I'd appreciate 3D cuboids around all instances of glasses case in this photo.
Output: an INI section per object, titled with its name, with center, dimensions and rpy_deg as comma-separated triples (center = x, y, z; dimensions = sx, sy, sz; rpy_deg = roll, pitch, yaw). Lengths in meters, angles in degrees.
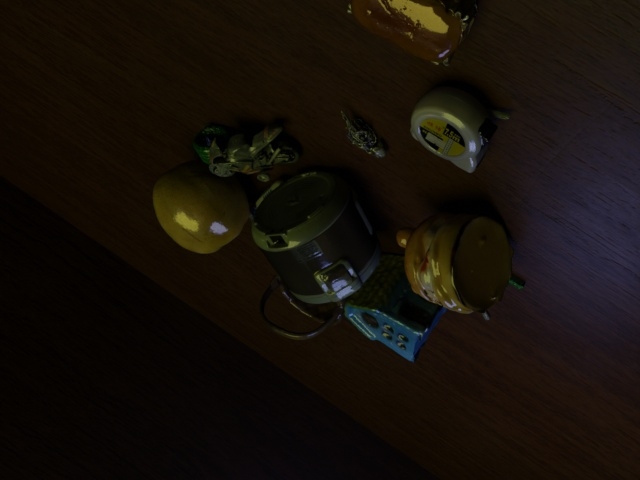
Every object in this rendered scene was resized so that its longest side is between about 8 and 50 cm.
[glasses case]
center = -0.147, -0.108, 2.205
dimensions = 0.125, 0.076, 0.327
rpy_deg = 42, 150, -8

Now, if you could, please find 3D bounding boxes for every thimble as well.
[thimble]
center = -0.327, -0.293, 2.088
dimensions = 0.130, 0.118, 0.090
rpy_deg = 48, 168, 40

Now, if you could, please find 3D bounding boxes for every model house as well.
[model house]
center = 0.234, 0.186, 2.072
dimensions = 0.303, 0.237, 0.215
rpy_deg = 26, 149, 22

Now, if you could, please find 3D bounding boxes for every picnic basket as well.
[picnic basket]
center = -0.055, 0.205, 2.324
dimensions = 0.293, 0.337, 0.337
rpy_deg = 22, 149, 24

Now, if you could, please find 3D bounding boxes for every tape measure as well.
[tape measure]
center = 0.297, -0.258, 1.487
dimensions = 0.196, 0.105, 0.178
rpy_deg = 35, 159, 6

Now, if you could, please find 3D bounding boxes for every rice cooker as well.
[rice cooker]
center = 0.000, 0.000, 1.963
dimensions = 0.335, 0.335, 0.325
rpy_deg = 5, 138, 43

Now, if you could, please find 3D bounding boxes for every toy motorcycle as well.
[toy motorcycle]
center = -0.213, -0.256, 1.966
dimensions = 0.307, 0.108, 0.173
rpy_deg = -11, 148, 24

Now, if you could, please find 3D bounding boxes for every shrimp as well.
[shrimp]
center = 0.105, -0.270, 1.717
dimensions = 0.165, 0.056, 0.065
rpy_deg = 41, 168, -29

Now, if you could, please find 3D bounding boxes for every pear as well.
[pear]
center = -0.391, -0.117, 2.228
dimensions = 0.314, 0.314, 0.314
rpy_deg = 27, 150, 17

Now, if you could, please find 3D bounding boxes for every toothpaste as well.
[toothpaste]
center = 0.522, 0.105, 1.856
dimensions = 0.083, 0.020, 0.017
rpy_deg = 31, 149, 8

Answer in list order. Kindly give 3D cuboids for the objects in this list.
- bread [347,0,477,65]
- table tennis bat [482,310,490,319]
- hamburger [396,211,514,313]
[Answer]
[bread]
center = 0.175, -0.451, 1.320
dimensions = 0.241, 0.107, 0.136
rpy_deg = 31, 148, 9
[table tennis bat]
center = 0.476, 0.185, 2.035
dimensions = 0.087, 0.013, 0.156
rpy_deg = -2, 132, 45
[hamburger]
center = 0.333, 0.052, 1.739
dimensions = 0.237, 0.276, 0.276
rpy_deg = 4, 138, 48
